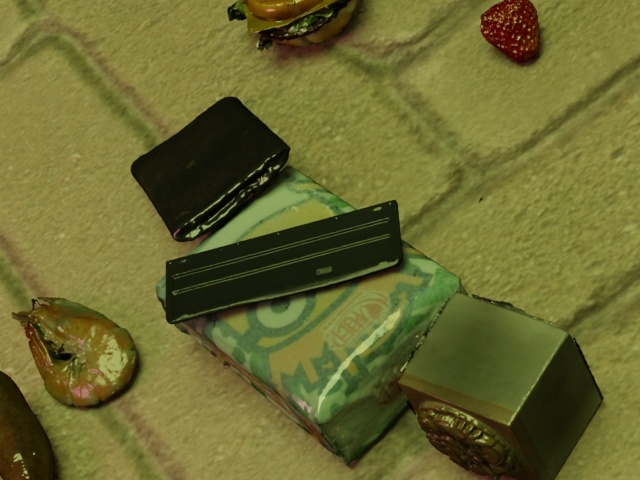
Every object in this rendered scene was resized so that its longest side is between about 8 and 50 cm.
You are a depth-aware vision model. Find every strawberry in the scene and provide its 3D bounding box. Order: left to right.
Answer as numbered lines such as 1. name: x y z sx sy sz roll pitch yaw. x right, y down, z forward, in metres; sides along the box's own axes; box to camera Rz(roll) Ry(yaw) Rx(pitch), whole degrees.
1. strawberry: 0.238 -0.258 2.239 0.073 0.073 0.083 -29 59 3

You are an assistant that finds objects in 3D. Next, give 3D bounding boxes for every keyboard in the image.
1. keyboard: 0.006 0.007 1.989 0.381 0.041 0.103 -19 48 18

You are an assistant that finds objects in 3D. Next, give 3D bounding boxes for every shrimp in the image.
1. shrimp: -0.309 0.130 2.207 0.217 0.051 0.115 27 71 37

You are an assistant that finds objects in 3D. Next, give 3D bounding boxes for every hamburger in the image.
1. hamburger: -0.029 -0.319 2.403 0.190 0.093 0.164 -11 47 17

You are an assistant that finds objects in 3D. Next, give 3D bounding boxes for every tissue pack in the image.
1. tissue pack: -0.005 0.077 2.043 0.228 0.128 0.311 -44 49 -12

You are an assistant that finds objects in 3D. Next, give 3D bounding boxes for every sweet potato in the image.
1. sweet potato: -0.346 0.257 2.109 0.077 0.077 0.243 -30 55 1

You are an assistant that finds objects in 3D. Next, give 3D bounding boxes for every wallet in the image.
1. wallet: -0.134 -0.089 2.221 0.170 0.044 0.321 -36 22 -3

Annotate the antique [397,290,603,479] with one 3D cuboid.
1. antique: 0.179 0.159 1.870 0.152 0.146 0.148 19 66 36
